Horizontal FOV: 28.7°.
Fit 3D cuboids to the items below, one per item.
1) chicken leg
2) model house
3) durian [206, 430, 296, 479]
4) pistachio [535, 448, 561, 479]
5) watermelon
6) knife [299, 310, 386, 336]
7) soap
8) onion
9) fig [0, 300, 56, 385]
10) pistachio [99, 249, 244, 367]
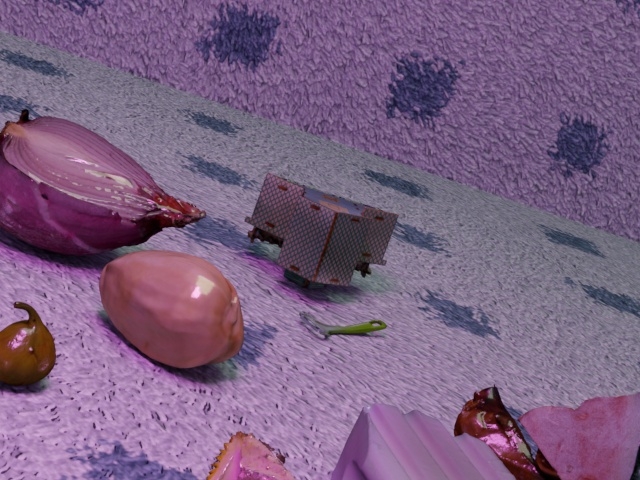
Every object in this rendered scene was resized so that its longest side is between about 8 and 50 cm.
[{"bbox_3d":[0.265,0.308,1.641,0.093,0.113,0.304,-18,34,-18],"label":"chicken leg"},{"bbox_3d":[0.000,0.000,2.221,0.271,0.178,0.206,20,9,-9],"label":"model house"},{"bbox_3d":[-0.057,0.279,1.283,0.182,0.132,0.165,16,0,33],"label":"durian"},{"bbox_3d":[0.375,0.306,1.739,0.165,0.130,0.210,11,9,-21],"label":"pistachio"},{"bbox_3d":[0.355,0.279,1.568,0.202,0.136,0.207,61,-6,29],"label":"watermelon"},{"bbox_3d":[0.041,0.141,2.081,0.166,0.022,0.078,5,28,-40],"label":"knife"},{"bbox_3d":[0.137,0.317,1.416,0.208,0.115,0.347,14,16,-23],"label":"soap"},{"bbox_3d":[-0.371,-0.049,1.983,0.348,0.159,0.267,28,27,1],"label":"onion"},{"bbox_3d":[-0.353,0.125,1.498,0.084,0.098,0.082,25,10,-27],"label":"fig"},{"bbox_3d":[-0.206,0.093,1.738,0.229,0.157,0.157,23,14,32],"label":"pistachio"}]
